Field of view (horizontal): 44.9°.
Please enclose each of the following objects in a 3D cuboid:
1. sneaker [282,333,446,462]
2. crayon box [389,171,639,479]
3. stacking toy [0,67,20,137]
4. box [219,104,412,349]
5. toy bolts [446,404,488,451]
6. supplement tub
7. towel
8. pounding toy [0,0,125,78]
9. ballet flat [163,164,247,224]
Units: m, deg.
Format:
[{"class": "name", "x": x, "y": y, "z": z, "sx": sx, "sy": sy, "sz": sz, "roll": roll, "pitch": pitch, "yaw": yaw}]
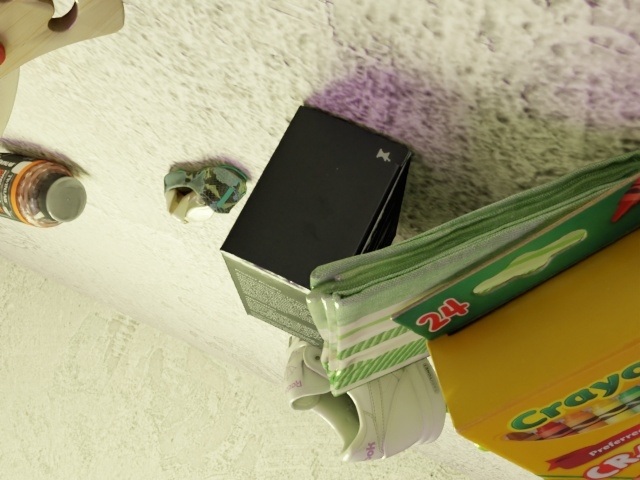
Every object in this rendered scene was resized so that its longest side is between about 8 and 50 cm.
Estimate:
[{"class": "sneaker", "x": 0.011, "y": 0.095, "z": 0.839, "sx": 0.305, "sy": 0.152, "sz": 0.114, "roll": 59, "pitch": 144, "yaw": 23}, {"class": "crayon box", "x": 0.222, "y": 0.096, "z": 0.575, "sx": 0.202, "sy": 0.081, "sz": 0.319, "roll": -34, "pitch": 135, "yaw": 23}, {"class": "stacking toy", "x": -0.543, "y": -0.227, "z": 0.700, "sx": 0.480, "sy": 0.350, "sz": 0.350, "roll": 36, "pitch": 168, "yaw": 26}, {"class": "box", "x": 0.000, "y": 0.000, "z": 0.718, "sx": 0.108, "sy": 0.153, "sz": 0.207, "roll": 24, "pitch": 161, "yaw": 10}, {"class": "toy bolts", "x": 0.266, "y": 0.154, "z": 0.874, "sx": 0.229, "sy": 0.158, "sz": 0.218, "roll": 35, "pitch": 129, "yaw": 1}, {"class": "supplement tub", "x": -0.450, "y": -0.077, "z": 1.201, "sx": 0.198, "sy": 0.106, "sz": 0.106, "roll": 12, "pitch": 157, "yaw": 37}, {"class": "towel", "x": 0.109, "y": 0.043, "z": 0.635, "sx": 0.325, "sy": 0.248, "sz": 0.038, "roll": 86, "pitch": 162, "yaw": -69}, {"class": "pounding toy", "x": -0.236, "y": -0.199, "z": 0.533, "sx": 0.154, "sy": 0.154, "sz": 0.269, "roll": 7, "pitch": 145, "yaw": -45}, {"class": "ballet flat", "x": -0.154, "y": -0.051, "z": 0.932, "sx": 0.070, "sy": 0.070, "sz": 0.188, "roll": 34, "pitch": 161, "yaw": -23}]
